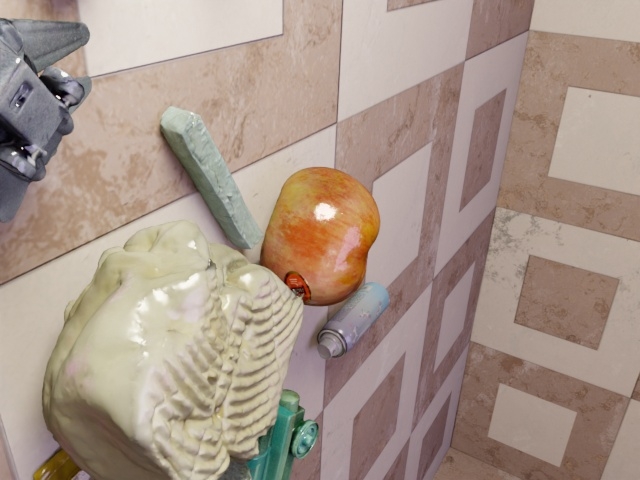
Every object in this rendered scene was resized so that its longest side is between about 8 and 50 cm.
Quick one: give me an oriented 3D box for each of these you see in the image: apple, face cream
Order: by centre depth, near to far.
[{"bbox_3d":[0.000,0.000,0.887,0.209,0.164,0.210,-162,-90,-88],"label":"apple"},{"bbox_3d":[0.065,0.171,1.248,0.229,0.075,0.075,-38,138,-48],"label":"face cream"}]

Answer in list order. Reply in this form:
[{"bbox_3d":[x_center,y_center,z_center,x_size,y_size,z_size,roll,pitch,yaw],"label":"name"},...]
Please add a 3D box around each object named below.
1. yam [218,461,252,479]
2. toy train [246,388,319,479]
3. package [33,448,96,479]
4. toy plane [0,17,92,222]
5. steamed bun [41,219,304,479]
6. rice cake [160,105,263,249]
[{"bbox_3d":[-0.211,0.391,0.726,0.330,0.133,0.133,-56,159,21],"label":"yam"},{"bbox_3d":[-0.111,0.404,1.007,0.194,0.120,0.298,-5,110,-57],"label":"toy train"},{"bbox_3d":[-0.275,0.296,0.696,0.071,0.047,0.131,-42,142,-41],"label":"package"},{"bbox_3d":[-0.222,-0.109,0.381,0.267,0.088,0.212,121,-6,-75],"label":"toy plane"},{"bbox_3d":[-0.163,0.122,0.638,0.320,0.206,0.275,31,63,-63],"label":"steamed bun"},{"bbox_3d":[-0.132,-0.071,0.750,0.042,0.045,0.245,-57,150,-23],"label":"rice cake"}]
